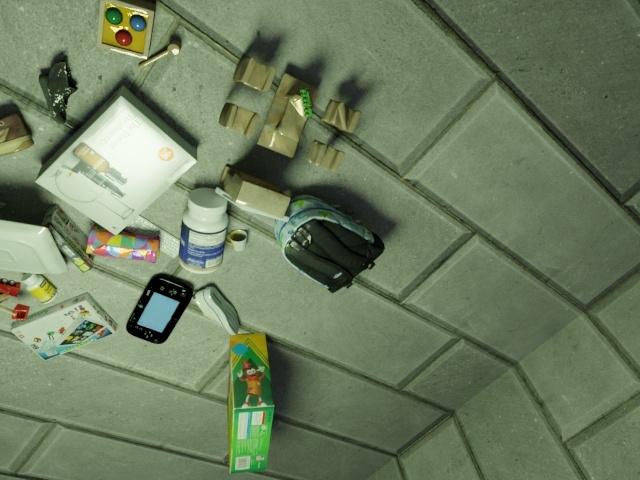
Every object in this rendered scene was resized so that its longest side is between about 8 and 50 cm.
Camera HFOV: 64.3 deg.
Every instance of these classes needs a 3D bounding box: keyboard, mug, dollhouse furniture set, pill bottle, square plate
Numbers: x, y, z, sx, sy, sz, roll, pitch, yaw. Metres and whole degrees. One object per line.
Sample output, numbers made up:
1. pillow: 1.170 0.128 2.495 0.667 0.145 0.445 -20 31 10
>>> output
1. keyboard: -0.585 -0.025 1.747 0.072 0.014 0.256 -41 125 18
2. mug: -0.296 0.001 1.818 0.062 0.078 0.064 -33 145 -30
3. dollhouse furniture set: -0.143 -0.301 1.560 0.362 0.256 0.394 18 99 -26
4. pill bottle: -0.976 0.161 1.764 0.065 0.065 0.116 -23 129 5
5. pill bottle: -0.388 -0.032 1.700 0.153 0.153 0.265 5 125 -17
6. square plate: -0.984 0.024 1.553 0.343 0.049 0.347 8 153 -12

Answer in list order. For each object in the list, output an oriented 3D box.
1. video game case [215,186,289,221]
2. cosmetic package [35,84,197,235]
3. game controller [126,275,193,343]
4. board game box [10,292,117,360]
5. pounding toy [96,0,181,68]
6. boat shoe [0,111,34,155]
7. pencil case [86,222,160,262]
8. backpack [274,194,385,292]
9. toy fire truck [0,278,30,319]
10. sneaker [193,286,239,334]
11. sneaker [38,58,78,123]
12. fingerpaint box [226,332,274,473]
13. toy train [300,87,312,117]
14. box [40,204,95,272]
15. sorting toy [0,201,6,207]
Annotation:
1. video game case: -0.219 -0.115 1.636 0.190 0.173 0.022 14 102 -46
2. cosmetic package: -0.605 -0.228 1.533 0.377 0.097 0.284 -39 128 14
3. game controller: -0.613 0.266 1.929 0.166 0.067 0.319 21 118 -27
4. board game box: -0.952 0.326 1.902 0.305 0.053 0.193 -21 128 3
5. pounding toy: -0.473 -0.528 1.341 0.206 0.094 0.181 10 124 -19
6. boat shoe: -0.987 -0.279 1.405 0.341 0.123 0.123 -13 115 -3
7. pencil case: -0.656 0.013 1.695 0.236 0.104 0.104 12 123 -16
8. backpack: 0.000 0.000 1.777 0.290 0.273 0.355 -43 146 22
9. toy fire truck: -1.080 0.191 1.716 0.192 0.135 0.047 18 121 -25
10. sneaker: -0.404 0.276 1.984 0.091 0.094 0.258 -12 126 19
11. sneaker: -0.711 -0.407 1.403 0.089 0.051 0.170 -8 125 -2
12. fingerpaint box: -0.299 0.673 2.118 0.163 0.371 0.445 0 126 -13
13. toy train: -0.038 -0.385 1.420 0.023 0.017 0.083 -19 113 -25
14. box: -0.809 -0.004 1.646 0.036 0.114 0.207 -23 128 5
15. sorting toy: -1.090 -0.075 1.519 0.208 0.038 0.193 -32 159 13
